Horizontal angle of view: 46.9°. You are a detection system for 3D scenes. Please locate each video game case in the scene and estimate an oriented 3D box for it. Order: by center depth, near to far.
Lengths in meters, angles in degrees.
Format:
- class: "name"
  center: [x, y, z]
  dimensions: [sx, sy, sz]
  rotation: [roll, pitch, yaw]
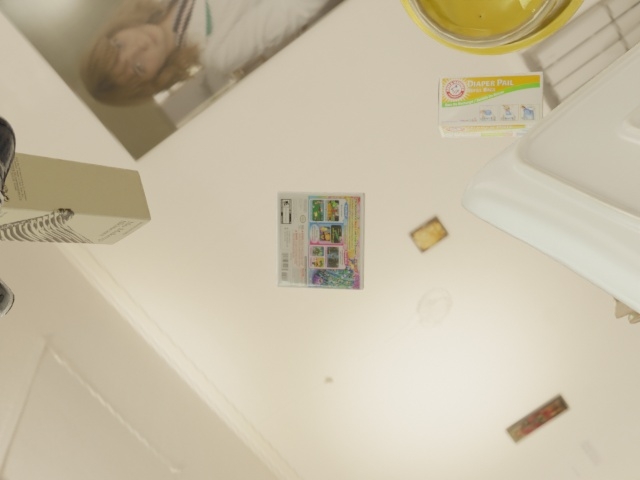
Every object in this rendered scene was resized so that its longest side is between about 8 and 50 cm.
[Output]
- class: "video game case"
  center: [0.000, 0.000, 1.188]
  dimensions: [0.019, 0.143, 0.157]
  rotation: [-33, -56, -78]

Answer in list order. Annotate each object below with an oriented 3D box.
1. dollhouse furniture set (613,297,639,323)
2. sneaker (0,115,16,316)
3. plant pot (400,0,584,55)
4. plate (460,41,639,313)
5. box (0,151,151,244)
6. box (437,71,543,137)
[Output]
- class: "dollhouse furniture set"
  center: [0.387, 0.015, 0.912]
  dimensions: [0.144, 0.123, 0.151]
  rotation: [51, -165, -57]
- class: "sneaker"
  center: [-0.352, -0.016, 0.734]
  dimensions: [0.099, 0.153, 0.282]
  rotation: [61, -139, -47]
- class: "plant pot"
  center: [0.192, -0.324, 0.831]
  dimensions: [0.254, 0.254, 0.239]
  rotation: [53, -153, -14]
- class: "plate"
  center: [0.267, -0.079, 0.519]
  dimensions: [0.045, 0.278, 0.277]
  rotation: [55, 175, -30]
- class: "box"
  center: [-0.398, -0.058, 1.110]
  dimensions: [0.275, 0.113, 0.094]
  rotation: [3, -116, -55]
- class: "box"
  center: [0.340, -0.269, 1.484]
  dimensions: [0.114, 0.203, 0.103]
  rotation: [21, -109, -75]
